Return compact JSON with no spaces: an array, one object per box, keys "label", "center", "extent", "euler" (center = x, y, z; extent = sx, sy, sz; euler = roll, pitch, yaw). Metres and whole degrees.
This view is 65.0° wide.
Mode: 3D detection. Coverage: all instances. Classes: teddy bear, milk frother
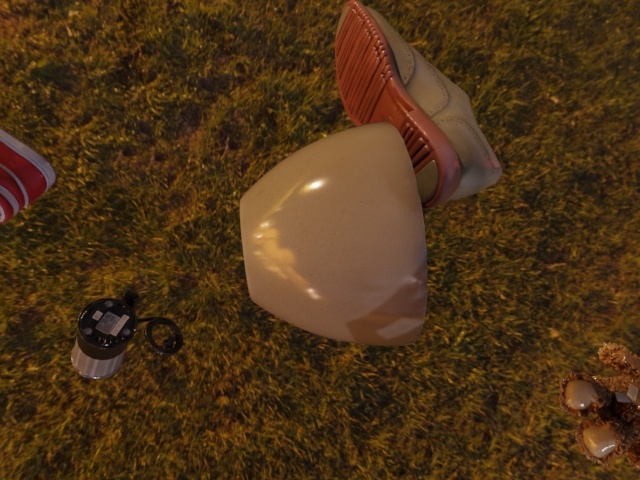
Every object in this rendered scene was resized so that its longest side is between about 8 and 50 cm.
[{"label":"teddy bear","center":[0.631,0.343,1.035],"extent":[0.338,0.113,0.245],"euler":[-20,64,-29]},{"label":"milk frother","center":[-0.313,0.168,0.813],"extent":[0.143,0.134,0.129],"euler":[43,47,4]}]

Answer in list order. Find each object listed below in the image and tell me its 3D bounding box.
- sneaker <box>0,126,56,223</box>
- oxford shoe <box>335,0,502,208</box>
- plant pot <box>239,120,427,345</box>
[{"label":"sneaker","center":[-0.243,-0.056,0.324],"extent":[0.119,0.042,0.067],"euler":[33,37,-18]},{"label":"oxford shoe","center":[0.139,-0.224,0.797],"extent":[0.147,0.140,0.396],"euler":[-11,66,-25]},{"label":"plant pot","center":[0.000,0.000,0.639],"extent":[0.191,0.284,0.283],"euler":[-6,86,-5]}]
